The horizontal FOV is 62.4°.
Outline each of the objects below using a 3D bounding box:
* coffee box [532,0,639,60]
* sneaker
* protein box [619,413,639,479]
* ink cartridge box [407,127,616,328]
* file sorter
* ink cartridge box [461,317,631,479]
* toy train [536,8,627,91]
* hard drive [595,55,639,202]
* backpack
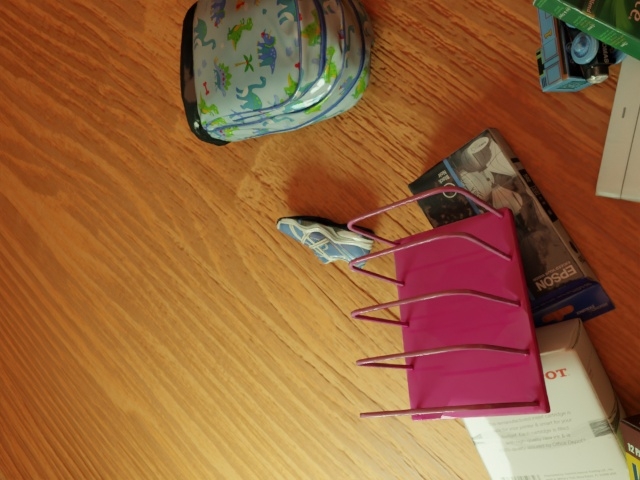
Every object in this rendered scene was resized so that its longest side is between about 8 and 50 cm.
[{"bbox_3d":[0.368,-0.297,0.636,0.184,0.040,0.113,30,89,2],"label":"coffee box"},{"bbox_3d":[0.000,0.000,1.015,0.211,0.080,0.081,17,105,31],"label":"sneaker"},{"bbox_3d":[0.517,0.311,0.646,0.201,0.136,0.199,-12,93,-6],"label":"protein box"},{"bbox_3d":[0.293,0.004,0.835,0.165,0.065,0.332,-37,80,32],"label":"ink cartridge box"},{"bbox_3d":[0.159,0.096,0.735,0.202,0.182,0.290,-19,65,37],"label":"file sorter"},{"bbox_3d":[0.347,0.282,0.803,0.207,0.117,0.282,-24,93,35],"label":"ink cartridge box"},{"bbox_3d":[0.345,-0.295,0.718,0.105,0.080,0.184,164,100,-70],"label":"toy train"},{"bbox_3d":[0.544,-0.139,0.628,0.353,0.047,0.232,15,107,36],"label":"hard drive"},{"bbox_3d":[-0.082,-0.319,0.926,0.356,0.273,0.289,4,95,20],"label":"backpack"}]
